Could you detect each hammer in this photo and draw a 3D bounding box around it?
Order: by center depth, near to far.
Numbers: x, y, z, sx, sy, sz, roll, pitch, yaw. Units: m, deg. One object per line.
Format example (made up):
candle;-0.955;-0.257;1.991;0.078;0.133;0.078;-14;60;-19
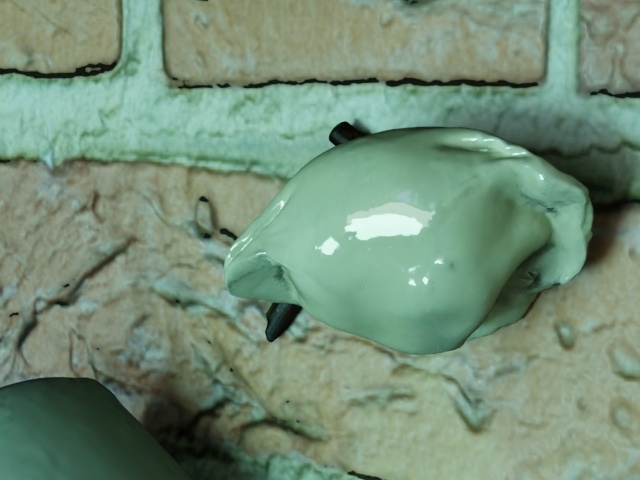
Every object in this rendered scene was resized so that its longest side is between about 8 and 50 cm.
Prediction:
hammer;0.000;0.000;1.239;0.065;0.021;0.178;46;124;25

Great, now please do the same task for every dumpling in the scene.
dumpling;0.061;0.006;1.120;0.250;0.162;0.132;-17;49;28

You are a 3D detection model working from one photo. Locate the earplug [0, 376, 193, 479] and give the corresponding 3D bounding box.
earplug;-0.144;0.333;1.209;0.394;0.313;0.312;43;120;26
